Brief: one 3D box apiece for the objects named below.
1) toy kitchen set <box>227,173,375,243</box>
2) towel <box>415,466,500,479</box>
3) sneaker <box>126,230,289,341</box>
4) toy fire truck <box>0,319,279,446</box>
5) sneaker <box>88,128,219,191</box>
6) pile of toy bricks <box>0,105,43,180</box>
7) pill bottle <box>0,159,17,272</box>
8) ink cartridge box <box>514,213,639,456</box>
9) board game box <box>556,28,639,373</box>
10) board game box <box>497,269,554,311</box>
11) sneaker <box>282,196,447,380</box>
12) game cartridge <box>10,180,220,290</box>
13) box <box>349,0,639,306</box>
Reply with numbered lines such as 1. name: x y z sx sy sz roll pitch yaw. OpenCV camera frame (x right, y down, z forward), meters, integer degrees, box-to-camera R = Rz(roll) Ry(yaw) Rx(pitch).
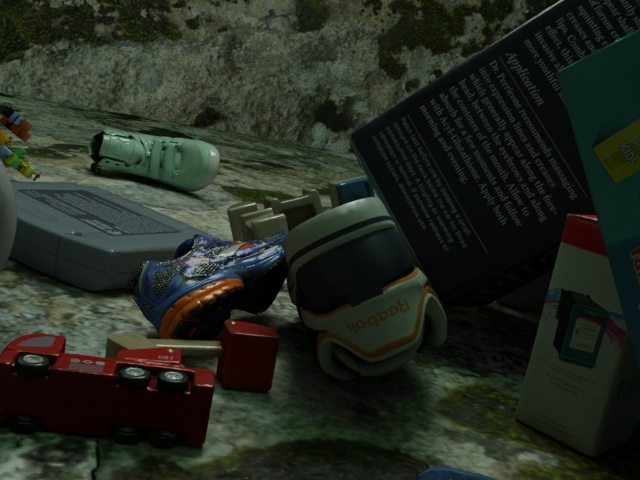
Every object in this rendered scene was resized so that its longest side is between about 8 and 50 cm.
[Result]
1. toy kitchen set: 0.000 0.000 0.965 0.207 0.122 0.166 -15 14 -17
2. towel: 0.084 0.167 0.426 0.067 0.029 0.119 13 12 8
3. sneaker: -0.090 0.025 0.694 0.087 0.083 0.221 38 25 15
4. toy fire truck: -0.123 0.092 0.530 0.192 0.047 0.135 9 12 -10
5. sneaker: -0.307 -0.145 1.330 0.256 0.094 0.151 9 2 38
6. pile of toy bricks: -0.470 -0.127 1.122 0.105 0.118 0.212 42 -6 -16
7. pill bottle: -0.382 -0.053 0.627 0.181 0.181 0.323 3 14 -36
8. ink cartridge box: 0.258 0.053 0.634 0.134 0.231 0.078 0 16 -44
9. board game box: 0.294 0.047 0.481 0.254 0.336 0.079 1 -17 -41
10. board game box: 0.323 0.003 1.141 0.144 0.142 0.275 11 12 -4
11. sneaker: 0.038 0.061 0.685 0.126 0.127 0.321 -26 -11 3
12. game cartridge: -0.272 -0.012 0.859 0.294 0.060 0.196 21 11 37
13. box: 0.280 -0.107 0.833 0.212 0.395 0.293 63 15 14
